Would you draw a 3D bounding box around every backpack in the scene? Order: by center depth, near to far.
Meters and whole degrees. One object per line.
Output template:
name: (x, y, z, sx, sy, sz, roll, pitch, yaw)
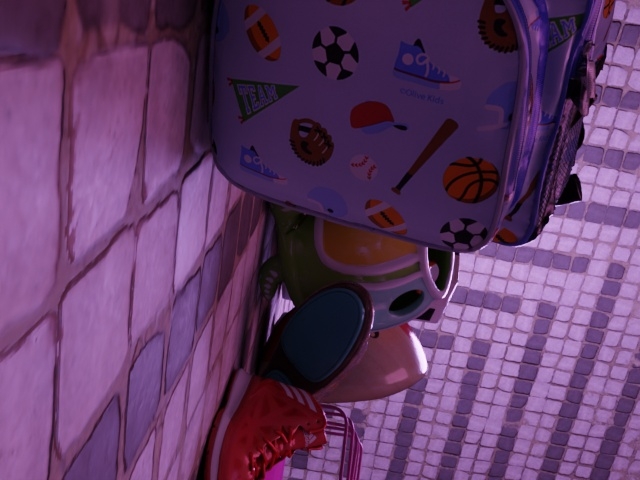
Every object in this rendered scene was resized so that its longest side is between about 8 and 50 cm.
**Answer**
backpack: (0.053, -0.138, 0.430, 0.213, 0.277, 0.263, -54, 154, -57)

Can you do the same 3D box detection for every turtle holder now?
turtle holder: (0.057, -0.010, 0.985, 0.243, 0.228, 0.320, -55, 138, -46)

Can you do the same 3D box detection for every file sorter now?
file sorter: (-0.026, 0.424, 1.286, 0.290, 0.183, 0.202, 73, 23, -64)

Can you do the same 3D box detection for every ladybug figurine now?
ladybug figurine: (0.036, 0.192, 1.266, 0.449, 0.305, 0.161, 121, -35, -84)

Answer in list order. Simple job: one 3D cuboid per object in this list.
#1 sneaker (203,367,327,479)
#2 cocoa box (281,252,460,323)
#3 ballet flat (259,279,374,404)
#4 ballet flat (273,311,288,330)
sneaker: (-0.056, 0.230, 0.777, 0.221, 0.128, 0.086, -81, 179, -58)
cocoa box: (0.107, 0.009, 1.452, 0.231, 0.348, 0.227, 95, 4, -62)
ballet flat: (-0.012, 0.166, 0.928, 0.106, 0.107, 0.316, -4, 139, -53)
ballet flat: (-0.084, 0.232, 1.520, 0.068, 0.072, 0.213, -47, 160, -31)
